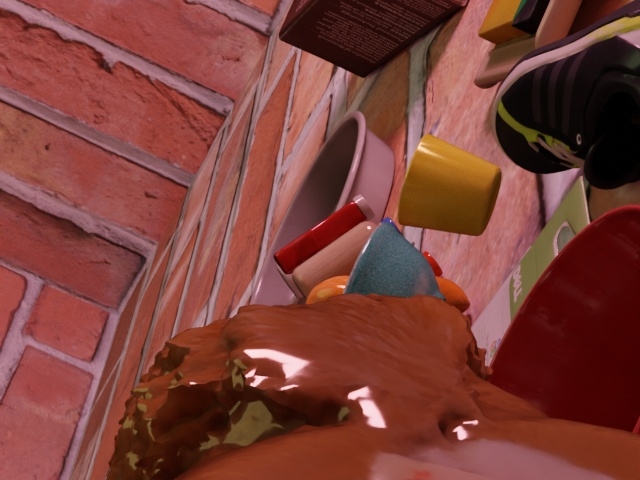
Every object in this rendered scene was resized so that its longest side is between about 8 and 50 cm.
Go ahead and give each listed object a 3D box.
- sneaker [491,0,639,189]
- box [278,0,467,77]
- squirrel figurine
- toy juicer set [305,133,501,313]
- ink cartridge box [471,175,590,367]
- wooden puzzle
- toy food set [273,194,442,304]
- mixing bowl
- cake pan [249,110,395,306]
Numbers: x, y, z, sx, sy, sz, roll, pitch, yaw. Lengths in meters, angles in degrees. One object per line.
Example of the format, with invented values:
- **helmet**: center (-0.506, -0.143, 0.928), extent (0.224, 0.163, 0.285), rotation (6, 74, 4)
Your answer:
- **sneaker**: center (0.169, -0.076, 0.916), extent (0.235, 0.084, 0.097), rotation (-41, 28, 64)
- **box**: center (0.083, -0.338, 1.732), extent (0.191, 0.143, 0.381), rotation (-68, 13, -11)
- **squirrel figurine**: center (0.010, 0.234, 0.512), extent (0.397, 0.281, 0.370), rotation (45, 132, 53)
- **toy juicer set**: center (0.028, 0.085, 0.988), extent (0.329, 0.089, 0.209), rotation (-57, -20, -50)
- **ink cartridge box**: center (0.124, 0.078, 0.845), extent (0.209, 0.062, 0.109), rotation (-58, 12, 32)
- **wooden puzzle**: center (0.191, -0.236, 1.187), extent (0.239, 0.044, 0.221), rotation (-176, 110, -85)
- **toy food set**: center (0.030, 0.029, 1.305), extent (0.104, 0.111, 0.232), rotation (-35, -1, -5)
- **mixing bowl**: center (0.145, 0.085, 0.647), extent (0.181, 0.098, 0.181), rotation (-61, 12, 23)
- **cake pan**: center (0.000, 0.000, 1.600), extent (0.293, 0.054, 0.293), rotation (-60, 13, 23)
